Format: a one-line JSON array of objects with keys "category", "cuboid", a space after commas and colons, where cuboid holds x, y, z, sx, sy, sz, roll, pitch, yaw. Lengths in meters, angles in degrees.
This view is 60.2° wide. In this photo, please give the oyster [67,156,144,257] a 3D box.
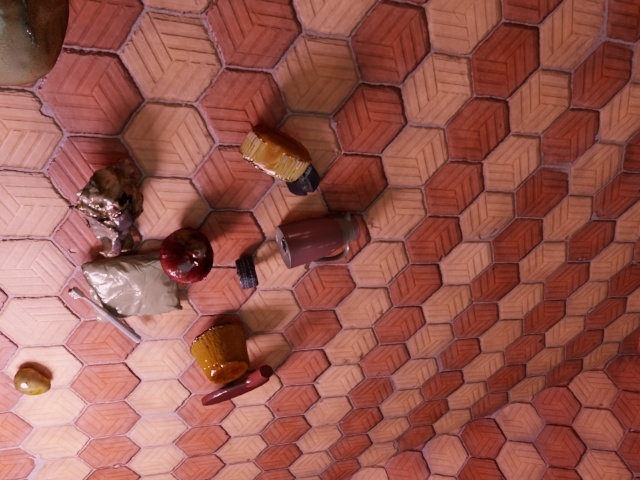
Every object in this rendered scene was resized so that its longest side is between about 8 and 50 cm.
[{"category": "oyster", "cuboid": [-0.587, -0.069, 1.532, 0.198, 0.133, 0.337, -25, 155, -36]}]

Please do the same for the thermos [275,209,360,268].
[{"category": "thermos", "cuboid": [0.000, 0.000, 1.818, 0.265, 0.146, 0.176, -15, 126, -16]}]

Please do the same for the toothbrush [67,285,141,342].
[{"category": "toothbrush", "cuboid": [-0.679, 0.243, 1.765, 0.030, 0.025, 0.342, -17, 139, 15]}]

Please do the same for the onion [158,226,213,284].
[{"category": "onion", "cuboid": [-0.390, 0.045, 1.672, 0.147, 0.184, 0.184, -10, 146, 41]}]

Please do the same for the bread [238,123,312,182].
[{"category": "bread", "cuboid": [-0.122, -0.248, 1.544, 0.190, 0.132, 0.114, 33, 114, -6]}]

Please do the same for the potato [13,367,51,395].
[{"category": "potato", "cuboid": [-0.991, 0.491, 1.899, 0.092, 0.070, 0.138, -27, 133, 3]}]

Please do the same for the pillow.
[{"category": "pillow", "cuboid": [-0.592, 0.157, 1.765, 0.281, 0.076, 0.274, -7, 132, -15]}]

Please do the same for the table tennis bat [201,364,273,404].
[{"category": "table tennis bat", "cuboid": [-0.303, 0.563, 2.127, 0.268, 0.051, 0.415, -7, 157, -39]}]

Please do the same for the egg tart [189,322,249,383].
[{"category": "egg tart", "cuboid": [-0.352, 0.408, 2.003, 0.215, 0.171, 0.215, -22, 146, -16]}]

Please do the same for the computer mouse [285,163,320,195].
[{"category": "computer mouse", "cuboid": [-0.064, -0.204, 1.671, 0.106, 0.062, 0.192, -26, 131, 2]}]

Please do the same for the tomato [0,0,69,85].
[{"category": "tomato", "cuboid": [-0.660, -0.464, 1.104, 0.304, 0.239, 0.303, -8, 131, -9]}]

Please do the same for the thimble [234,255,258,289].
[{"category": "thimble", "cuboid": [-0.244, 0.106, 1.834, 0.066, 0.104, 0.095, -15, 131, -6]}]
